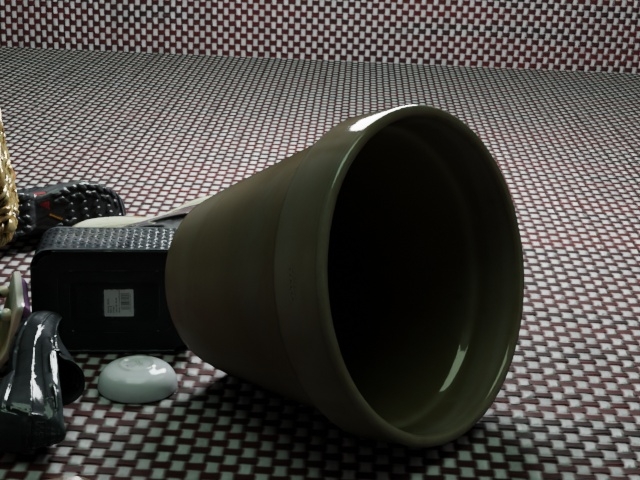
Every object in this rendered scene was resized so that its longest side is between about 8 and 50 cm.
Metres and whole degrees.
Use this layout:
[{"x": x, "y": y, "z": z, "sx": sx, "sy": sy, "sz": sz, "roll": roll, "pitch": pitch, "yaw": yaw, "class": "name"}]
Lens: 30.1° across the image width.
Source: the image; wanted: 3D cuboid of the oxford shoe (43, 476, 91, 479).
[{"x": -0.252, "y": 0.234, "z": 0.887, "sx": 0.212, "sy": 0.076, "sz": 0.076, "roll": -10, "pitch": 35, "yaw": -30, "class": "oxford shoe"}]

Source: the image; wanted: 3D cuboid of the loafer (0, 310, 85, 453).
[{"x": -0.271, "y": 0.137, "z": 1.173, "sx": 0.078, "sy": 0.076, "sz": 0.223, "roll": 5, "pitch": 23, "yaw": -7, "class": "loafer"}]

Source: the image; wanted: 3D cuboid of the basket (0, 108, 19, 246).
[{"x": -0.508, "y": -0.039, "z": 1.390, "sx": 0.299, "sy": 0.223, "sz": 0.213, "roll": -7, "pitch": 56, "yaw": -12, "class": "basket"}]

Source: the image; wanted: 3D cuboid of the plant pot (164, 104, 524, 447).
[{"x": 0.003, "y": 0.040, "z": 1.201, "sx": 0.280, "sy": 0.323, "sz": 0.323, "roll": -4, "pitch": 10, "yaw": 40, "class": "plant pot"}]

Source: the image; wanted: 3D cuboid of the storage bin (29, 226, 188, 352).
[{"x": -0.228, "y": 0.055, "z": 1.339, "sx": 0.180, "sy": 0.122, "sz": 0.084, "roll": 1, "pitch": 18, "yaw": -5, "class": "storage bin"}]

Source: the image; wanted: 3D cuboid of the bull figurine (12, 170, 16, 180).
[{"x": -0.602, "y": -0.074, "z": 1.716, "sx": 0.310, "sy": 0.101, "sz": 0.188, "roll": -8, "pitch": 19, "yaw": -28, "class": "bull figurine"}]

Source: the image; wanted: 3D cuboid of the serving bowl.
[{"x": -0.190, "y": 0.139, "z": 1.240, "sx": 0.083, "sy": 0.027, "sz": 0.083, "roll": 1, "pitch": 19, "yaw": 0, "class": "serving bowl"}]

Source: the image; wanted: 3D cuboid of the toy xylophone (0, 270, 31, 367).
[{"x": -0.479, "y": 0.086, "z": 1.282, "sx": 0.322, "sy": 0.081, "sz": 0.236, "roll": -6, "pitch": 20, "yaw": -24, "class": "toy xylophone"}]

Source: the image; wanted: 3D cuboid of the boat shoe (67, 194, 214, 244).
[{"x": -0.186, "y": 0.008, "z": 1.532, "sx": 0.285, "sy": 0.103, "sz": 0.092, "roll": -7, "pitch": 25, "yaw": -14, "class": "boat shoe"}]

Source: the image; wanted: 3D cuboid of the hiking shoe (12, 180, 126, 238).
[{"x": -0.388, "y": -0.046, "z": 1.678, "sx": 0.227, "sy": 0.086, "sz": 0.114, "roll": 0, "pitch": 8, "yaw": -38, "class": "hiking shoe"}]
